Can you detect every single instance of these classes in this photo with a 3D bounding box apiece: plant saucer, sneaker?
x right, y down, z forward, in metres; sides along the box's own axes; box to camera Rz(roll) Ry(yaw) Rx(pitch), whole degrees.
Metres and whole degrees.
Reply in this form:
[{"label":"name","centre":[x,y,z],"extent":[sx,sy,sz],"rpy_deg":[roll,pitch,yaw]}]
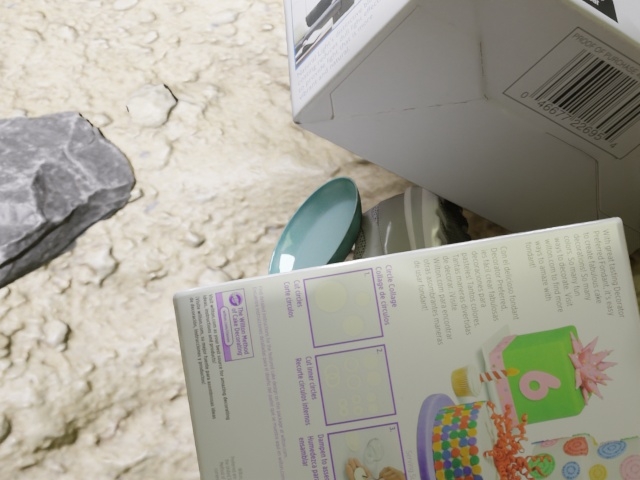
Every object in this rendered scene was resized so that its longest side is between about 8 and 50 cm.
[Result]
[{"label":"plant saucer","centre":[0.000,0.000,1.361],"extent":[0.021,0.119,0.119],"rpy_deg":[34,44,-25]},{"label":"sneaker","centre":[0.066,0.083,1.307],"extent":[0.115,0.105,0.281],"rpy_deg":[-17,47,25]}]

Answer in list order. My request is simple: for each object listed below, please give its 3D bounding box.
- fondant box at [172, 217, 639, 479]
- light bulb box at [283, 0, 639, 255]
[{"label":"fondant box","centre":[0.075,0.130,1.146],"extent":[0.330,0.096,0.238],"rpy_deg":[-10,80,3]},{"label":"light bulb box","centre":[0.165,-0.219,1.369],"extent":[0.358,0.225,0.361],"rpy_deg":[25,41,-30]}]
